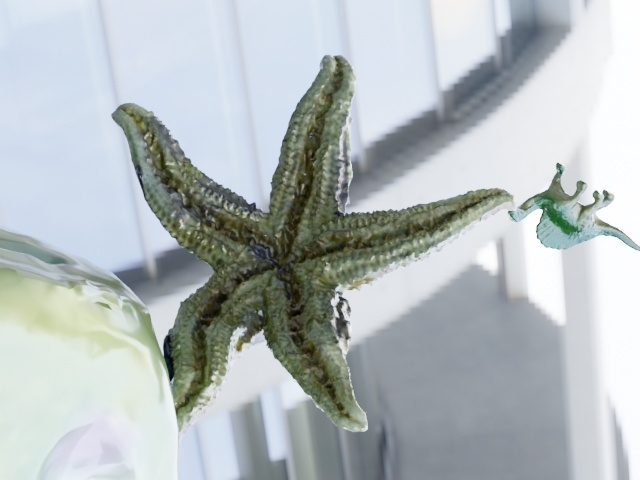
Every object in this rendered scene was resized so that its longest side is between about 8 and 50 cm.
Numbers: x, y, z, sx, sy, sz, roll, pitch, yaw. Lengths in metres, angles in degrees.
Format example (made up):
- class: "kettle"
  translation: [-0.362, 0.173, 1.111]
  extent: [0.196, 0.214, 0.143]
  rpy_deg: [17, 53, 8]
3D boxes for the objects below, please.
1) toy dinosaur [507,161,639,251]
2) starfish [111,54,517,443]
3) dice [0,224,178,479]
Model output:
- class: "toy dinosaur"
  translation: [0.192, -0.014, 1.470]
  extent: [0.119, 0.060, 0.029]
  rpy_deg: [29, -162, -32]
- class: "starfish"
  translation: [0.000, 0.000, 0.867]
  extent: [0.176, 0.053, 0.208]
  rpy_deg: [-8, -120, 4]
- class: "dice"
  translation: [-0.225, 0.092, 0.754]
  extent: [0.252, 0.254, 0.250]
  rpy_deg: [20, 178, 38]
